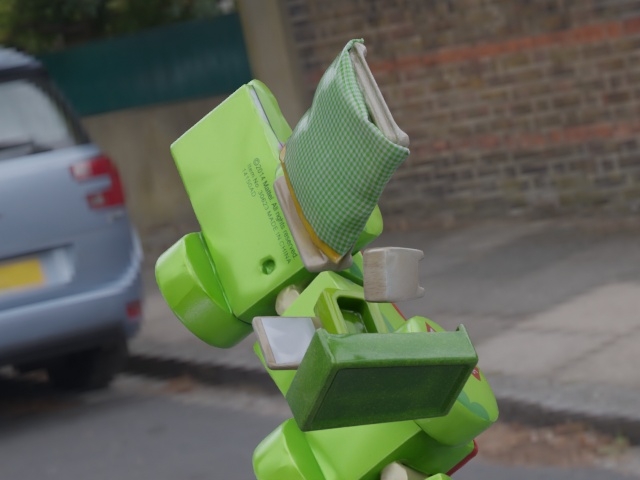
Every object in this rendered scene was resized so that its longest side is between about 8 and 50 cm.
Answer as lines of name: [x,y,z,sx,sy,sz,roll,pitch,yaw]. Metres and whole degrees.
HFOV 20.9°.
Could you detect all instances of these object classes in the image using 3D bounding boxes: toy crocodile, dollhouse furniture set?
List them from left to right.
dollhouse furniture set: [0.000,0.000,0.633,0.059,0.151,0.076,0,-42,-26]
toy crocodile: [0.009,0.053,0.918,0.115,0.340,0.105,-41,-36,17]
